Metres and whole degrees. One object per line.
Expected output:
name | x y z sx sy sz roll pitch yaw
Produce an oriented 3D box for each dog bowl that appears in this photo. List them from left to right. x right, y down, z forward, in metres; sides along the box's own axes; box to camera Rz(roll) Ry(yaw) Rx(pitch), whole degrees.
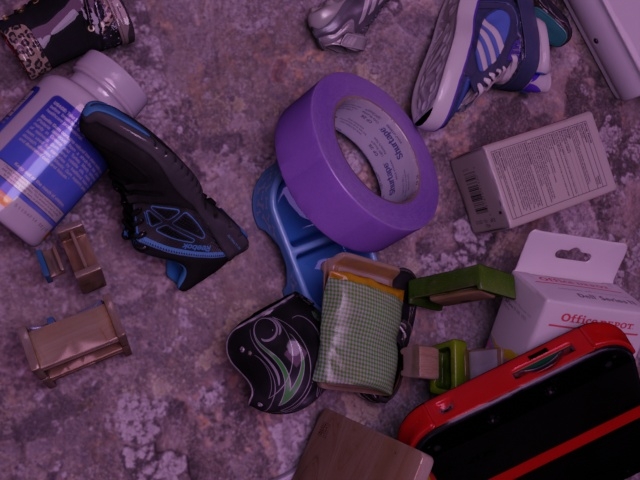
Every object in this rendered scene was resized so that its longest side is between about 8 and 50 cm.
dog bowl | 0.000 0.000 1.193 0.166 0.074 0.297 -21 91 -18

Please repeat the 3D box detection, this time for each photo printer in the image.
photo printer | 0.610 -0.459 1.404 0.256 0.107 0.307 -31 95 -17

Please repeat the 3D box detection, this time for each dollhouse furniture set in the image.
dollhouse furniture set | -0.369 0.094 1.056 0.129 0.129 0.184 -21 73 -17
dollhouse furniture set | 0.150 0.131 1.098 0.301 0.151 0.197 16 69 -41

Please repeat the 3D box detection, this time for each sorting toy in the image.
sorting toy | 0.051 0.407 1.062 0.089 0.255 0.257 31 77 -28

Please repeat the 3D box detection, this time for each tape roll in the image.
tape roll | 0.062 -0.122 1.143 0.275 0.090 0.275 25 49 -33

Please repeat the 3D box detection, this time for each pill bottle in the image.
pill bottle | -0.377 -0.138 1.047 0.152 0.152 0.272 41 75 -10

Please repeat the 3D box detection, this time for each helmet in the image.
helmet | -0.053 0.178 1.114 0.169 0.169 0.161 -30 89 -17

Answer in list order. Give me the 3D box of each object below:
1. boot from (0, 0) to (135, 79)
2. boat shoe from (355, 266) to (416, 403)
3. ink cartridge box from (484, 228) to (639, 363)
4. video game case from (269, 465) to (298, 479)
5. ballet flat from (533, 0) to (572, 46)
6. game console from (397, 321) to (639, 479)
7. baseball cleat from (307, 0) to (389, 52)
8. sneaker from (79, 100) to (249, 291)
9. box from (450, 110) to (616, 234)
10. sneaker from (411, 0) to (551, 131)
boot | -0.408 -0.372 1.093 0.178 0.085 0.236 -31 95 -15
boat shoe | 0.121 0.156 1.217 0.084 0.079 0.233 20 78 -14
ink cartridge box | 0.396 0.174 1.202 0.207 0.119 0.353 7 111 -16
video game case | 0.004 0.503 1.177 0.204 0.025 0.285 -22 92 -18
ballet flat | 0.390 -0.443 1.361 0.203 0.074 0.074 42 75 -3
game console | 0.338 0.323 1.164 0.386 0.060 0.342 -26 124 1
baseball cleat | 0.075 -0.390 1.262 0.206 0.072 0.109 -28 108 -13
sneaker | -0.234 -0.050 1.037 0.139 0.125 0.341 -43 132 -6
box | 0.373 -0.117 1.291 0.232 0.127 0.149 -19 91 -18
sneaker | 0.304 -0.289 1.267 0.236 0.130 0.323 24 64 -15
